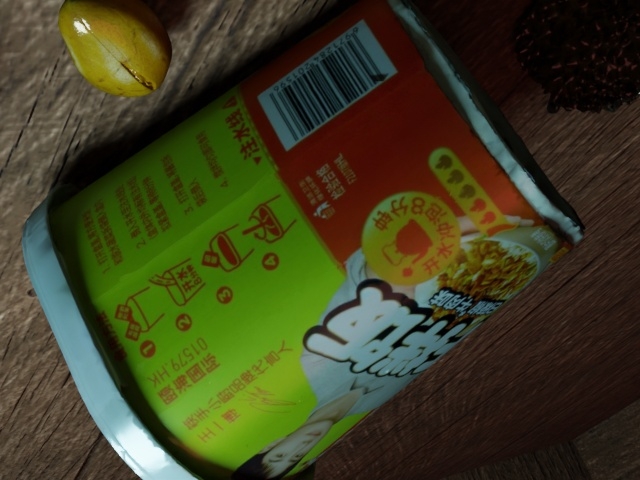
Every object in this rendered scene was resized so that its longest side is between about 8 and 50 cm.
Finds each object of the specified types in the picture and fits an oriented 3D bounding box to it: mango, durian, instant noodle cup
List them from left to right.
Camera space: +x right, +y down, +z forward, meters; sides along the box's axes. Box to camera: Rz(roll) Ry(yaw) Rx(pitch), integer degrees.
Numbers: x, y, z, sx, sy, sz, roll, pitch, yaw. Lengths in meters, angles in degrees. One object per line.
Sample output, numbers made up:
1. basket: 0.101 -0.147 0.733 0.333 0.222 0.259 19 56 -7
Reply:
1. mango: -0.122 -0.118 0.638 0.060 0.046 0.089 -27 153 12
2. instant noodle cup: 0.000 0.000 0.770 0.308 0.294 0.294 -37 155 15
3. durian: 0.232 -0.147 0.850 0.148 0.091 0.188 -10 156 -28
